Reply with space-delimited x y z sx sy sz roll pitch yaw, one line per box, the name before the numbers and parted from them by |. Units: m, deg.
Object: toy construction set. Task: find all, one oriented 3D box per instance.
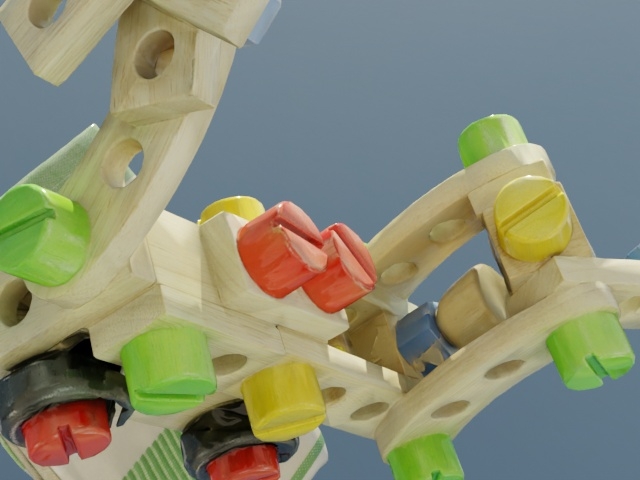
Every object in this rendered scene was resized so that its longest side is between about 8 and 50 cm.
toy construction set | 0.000 0.000 0.473 0.215 0.151 0.327 -31 -46 23

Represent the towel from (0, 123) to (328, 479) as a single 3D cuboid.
towel | -0.138 0.101 0.927 0.325 0.038 0.248 52 -138 -10
